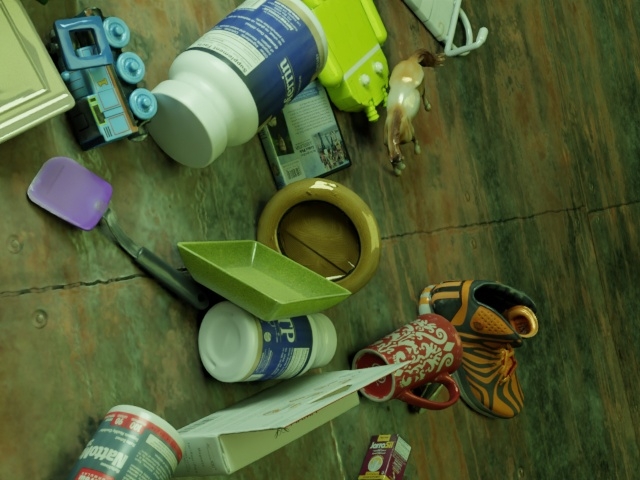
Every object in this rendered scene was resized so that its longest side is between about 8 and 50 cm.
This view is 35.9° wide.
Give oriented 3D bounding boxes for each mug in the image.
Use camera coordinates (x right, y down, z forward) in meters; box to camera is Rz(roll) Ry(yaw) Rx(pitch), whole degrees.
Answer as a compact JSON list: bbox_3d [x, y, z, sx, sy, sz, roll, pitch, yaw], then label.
[{"bbox_3d":[0.153,0.204,1.613,0.169,0.150,0.113,-17,131,-45],"label":"mug"}]

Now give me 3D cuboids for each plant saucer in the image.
[{"bbox_3d":[-0.082,0.058,1.365,0.188,0.188,0.045,-2,115,-59],"label":"plant saucer"}]

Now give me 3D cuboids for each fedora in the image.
[{"bbox_3d":[0.000,0.000,1.505,0.079,0.194,0.194,-13,90,-84],"label":"fedora"}]

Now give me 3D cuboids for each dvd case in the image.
[{"bbox_3d":[-0.045,-0.216,1.588,0.180,0.022,0.253,-27,100,-49],"label":"dvd case"}]

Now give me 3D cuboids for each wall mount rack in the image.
[{"bbox_3d":[0.250,-0.540,1.922,0.350,0.130,0.304,39,53,-36],"label":"wall mount rack"}]

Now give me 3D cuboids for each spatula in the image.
[{"bbox_3d":[-0.250,0.000,1.293,0.296,0.030,0.084,45,48,-31],"label":"spatula"}]

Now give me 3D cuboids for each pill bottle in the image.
[{"bbox_3d":[-0.120,-0.228,1.397,0.264,0.153,0.153,-48,116,-32],"label":"pill bottle"},{"bbox_3d":[-0.246,0.295,1.161,0.108,0.108,0.180,51,47,-27],"label":"pill bottle"},{"bbox_3d":[-0.069,0.142,1.397,0.187,0.112,0.112,5,76,-48],"label":"pill bottle"}]

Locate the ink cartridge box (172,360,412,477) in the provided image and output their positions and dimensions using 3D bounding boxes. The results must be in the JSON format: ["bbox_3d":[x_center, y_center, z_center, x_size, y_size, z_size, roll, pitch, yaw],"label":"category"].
[{"bbox_3d":[-0.038,0.236,1.310,0.275,0.239,0.060,-17,93,-49],"label":"ink cartridge box"}]

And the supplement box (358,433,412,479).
[{"bbox_3d":[0.104,0.356,1.577,0.043,0.055,0.083,47,48,-30],"label":"supplement box"}]

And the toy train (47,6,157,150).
[{"bbox_3d":[-0.285,-0.209,1.276,0.105,0.080,0.184,-28,101,-42],"label":"toy train"}]

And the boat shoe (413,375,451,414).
[{"bbox_3d":[0.194,0.247,1.718,0.043,0.049,0.137,33,52,12],"label":"boat shoe"}]

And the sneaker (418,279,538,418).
[{"bbox_3d":[0.321,0.200,1.767,0.321,0.180,0.124,53,47,-25],"label":"sneaker"}]

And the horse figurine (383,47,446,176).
[{"bbox_3d":[0.153,-0.230,1.717,0.174,0.066,0.263,48,55,-67],"label":"horse figurine"}]

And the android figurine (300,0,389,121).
[{"bbox_3d":[0.043,-0.332,1.675,0.272,0.056,0.248,63,35,-16],"label":"android figurine"}]

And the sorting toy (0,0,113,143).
[{"bbox_3d":[-0.410,-0.203,1.144,0.348,0.047,0.196,-35,102,-34],"label":"sorting toy"}]
